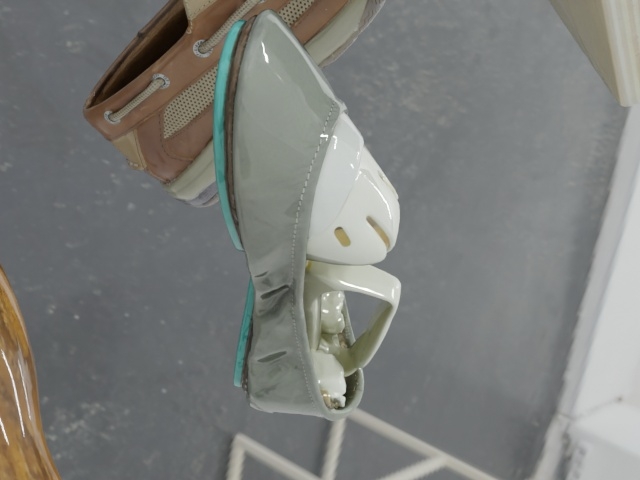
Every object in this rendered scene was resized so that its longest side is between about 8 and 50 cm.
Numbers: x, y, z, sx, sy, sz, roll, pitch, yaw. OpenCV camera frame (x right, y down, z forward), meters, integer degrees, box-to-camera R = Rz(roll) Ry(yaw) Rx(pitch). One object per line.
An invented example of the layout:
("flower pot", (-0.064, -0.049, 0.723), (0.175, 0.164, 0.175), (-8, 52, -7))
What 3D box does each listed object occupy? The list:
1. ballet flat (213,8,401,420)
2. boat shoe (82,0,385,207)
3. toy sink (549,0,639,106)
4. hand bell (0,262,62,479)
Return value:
("ballet flat", (0.000, 0.000, 0.435), (0.213, 0.068, 0.072), (93, 12, -51))
("boat shoe", (-0.039, -0.159, 0.679), (0.116, 0.123, 0.324), (29, 117, -21))
("toy sink", (0.189, -0.181, 0.427), (0.234, 0.131, 0.153), (-26, 144, 5))
("hand bell", (-0.077, 0.083, 0.300), (0.126, 0.242, 0.126), (-26, 164, -8))
